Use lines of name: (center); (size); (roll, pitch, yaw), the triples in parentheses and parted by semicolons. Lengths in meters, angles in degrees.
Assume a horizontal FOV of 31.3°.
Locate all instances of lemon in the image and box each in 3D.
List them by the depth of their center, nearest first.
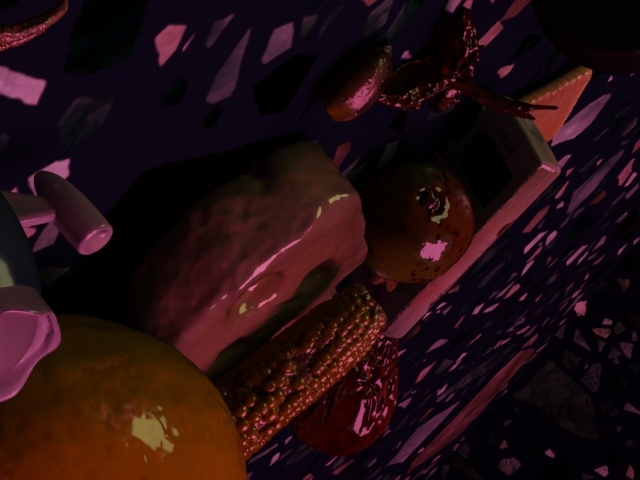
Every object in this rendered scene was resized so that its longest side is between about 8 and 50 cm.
lemon: (-0.236, 0.225, 1.034); (0.348, 0.348, 0.348); (-36, 159, -17)

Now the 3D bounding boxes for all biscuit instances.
biscuit: (0.279, -0.159, 1.626); (0.250, 0.030, 0.160); (-29, 156, -32)

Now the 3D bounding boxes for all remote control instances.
remote control: (0.166, -0.024, 1.505); (0.050, 0.145, 0.344); (19, 124, -36)

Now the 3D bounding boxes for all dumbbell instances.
dumbbell: (0.288, -0.303, 1.109); (0.204, 0.203, 0.322); (-45, 160, 6)

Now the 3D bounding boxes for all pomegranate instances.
pomegranate: (0.106, -0.011, 1.423); (0.159, 0.159, 0.205); (-30, 160, -31)

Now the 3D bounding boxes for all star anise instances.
star anise: (0.158, -0.158, 1.257); (0.140, 0.144, 0.158); (-40, 162, 17)

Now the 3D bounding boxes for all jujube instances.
jujube: (0.043, 0.219, 1.774); (0.168, 0.168, 0.236); (-4, 120, -59)

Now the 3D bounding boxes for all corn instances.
corn: (-0.063, 0.166, 1.240); (0.320, 0.097, 0.097); (-38, 159, -9)

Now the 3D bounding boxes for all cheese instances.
cheese: (-0.068, 0.039, 1.260); (0.318, 0.115, 0.326); (-9, 142, -56)

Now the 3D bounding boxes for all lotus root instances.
lotus root: (0.042, -0.162, 1.159); (0.099, 0.049, 0.054); (-49, 158, 0)

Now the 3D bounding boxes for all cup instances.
cup: (-0.270, 0.027, 0.783); (0.300, 0.173, 0.167); (-22, 150, -42)

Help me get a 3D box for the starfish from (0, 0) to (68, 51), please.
starfish: (-0.256, -0.119, 0.692); (0.238, 0.057, 0.213); (-26, 149, -53)
